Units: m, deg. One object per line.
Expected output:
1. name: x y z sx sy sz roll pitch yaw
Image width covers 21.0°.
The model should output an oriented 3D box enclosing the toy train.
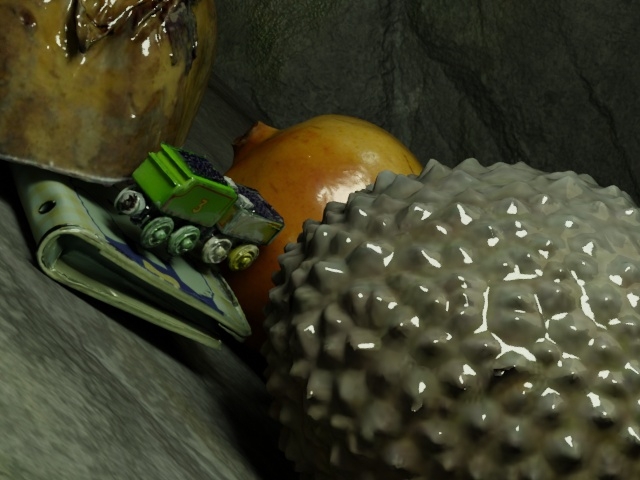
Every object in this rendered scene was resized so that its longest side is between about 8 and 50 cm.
1. toy train: -0.099 -0.026 1.480 0.060 0.081 0.202 48 13 25

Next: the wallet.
1. wallet: -0.187 -0.024 1.536 0.223 0.077 0.309 35 13 -33

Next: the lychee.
1. lychee: 0.148 0.117 1.436 0.432 0.380 0.380 16 18 -22

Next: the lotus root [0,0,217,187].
1. lotus root: -0.214 -0.174 1.483 0.272 0.192 0.272 20 27 -11

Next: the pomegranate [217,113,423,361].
1. pomegranate: 0.000 0.000 1.688 0.264 0.264 0.264 43 7 -7
